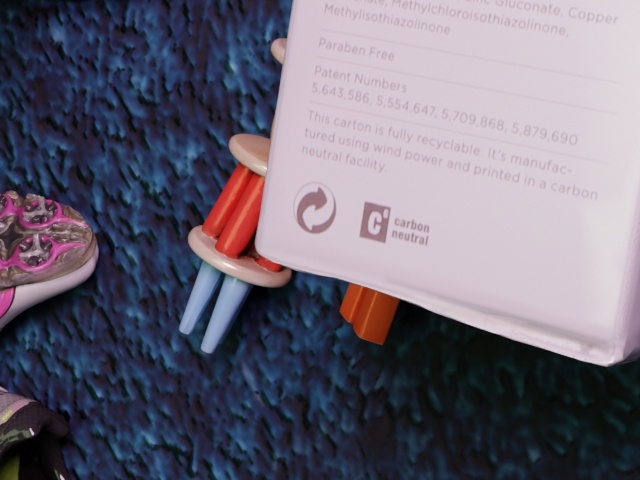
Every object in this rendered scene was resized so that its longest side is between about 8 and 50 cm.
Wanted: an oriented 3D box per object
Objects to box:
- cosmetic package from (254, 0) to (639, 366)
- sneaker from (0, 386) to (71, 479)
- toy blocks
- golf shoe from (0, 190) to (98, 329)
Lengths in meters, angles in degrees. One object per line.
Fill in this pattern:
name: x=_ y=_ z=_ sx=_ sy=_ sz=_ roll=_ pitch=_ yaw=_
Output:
cosmetic package: x=0.119 y=-0.167 z=0.713 sx=0.156 sy=0.217 sz=0.385 roll=16 pitch=102 yaw=31
sneaker: x=-0.159 y=0.155 z=0.988 sx=0.075 sy=0.063 sz=0.170 roll=0 pitch=87 yaw=39
toy blocks: x=0.000 y=0.000 z=0.887 sx=0.123 sy=0.054 sz=0.148 roll=33 pitch=109 yaw=28
golf shoe: x=-0.192 y=0.030 z=1.012 sx=0.186 sy=0.086 sz=0.067 roll=-15 pitch=44 yaw=17
